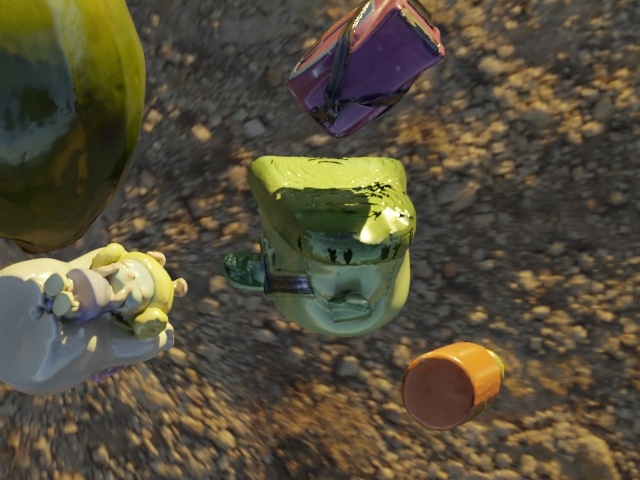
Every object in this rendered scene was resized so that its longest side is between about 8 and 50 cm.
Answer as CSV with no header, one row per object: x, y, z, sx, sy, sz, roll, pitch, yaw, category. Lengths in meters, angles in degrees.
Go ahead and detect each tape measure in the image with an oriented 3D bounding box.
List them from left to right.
0.034,-0.129,1.128,0.118,0.125,0.074,-40,101,19,tape measure

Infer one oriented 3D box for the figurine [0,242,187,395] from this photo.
-0.198,0.065,1.437,0.127,0.235,0.155,52,122,21,figurine

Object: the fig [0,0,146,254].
-0.199,-0.086,0.892,0.203,0.203,0.225,-15,119,-10,fig

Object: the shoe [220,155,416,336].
0.000,-0.007,1.230,0.140,0.262,0.128,13,101,-12,shoe

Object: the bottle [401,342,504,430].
0.127,0.124,1.351,0.069,0.187,0.069,1,92,20,bottle
